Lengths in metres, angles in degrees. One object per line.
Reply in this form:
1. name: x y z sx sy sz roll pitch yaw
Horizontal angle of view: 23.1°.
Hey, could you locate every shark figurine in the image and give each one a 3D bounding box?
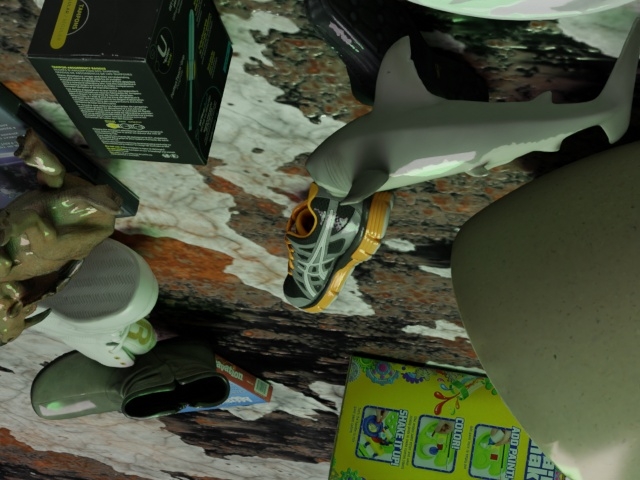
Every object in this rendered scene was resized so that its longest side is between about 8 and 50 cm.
1. shark figurine: 0.101 -0.100 1.150 0.278 0.116 0.166 -12 -175 15

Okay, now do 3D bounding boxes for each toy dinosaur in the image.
1. toy dinosaur: -0.275 -0.007 1.578 0.295 0.127 0.200 -21 148 32

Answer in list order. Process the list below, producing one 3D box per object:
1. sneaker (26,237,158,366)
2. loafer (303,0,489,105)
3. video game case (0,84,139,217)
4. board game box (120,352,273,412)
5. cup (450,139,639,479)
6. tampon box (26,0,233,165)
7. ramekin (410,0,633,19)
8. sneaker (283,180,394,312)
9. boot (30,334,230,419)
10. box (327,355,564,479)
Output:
1. sneaker: -0.238 0.077 1.817 0.169 0.108 0.292 29 160 -35
2. loafer: 0.052 -0.135 1.243 0.078 0.076 0.223 -17 147 32
3. video game case: -0.340 -0.090 1.590 0.196 0.026 0.274 -4 152 31
4. board game box: -0.213 0.195 2.136 0.281 0.027 0.145 -11 145 42
5. cup: 0.307 0.041 1.278 0.331 0.331 0.237 28 125 -31
6. tampon box: -0.148 -0.152 1.250 0.101 0.120 0.161 4 154 16
7. ramekin: 0.105 -0.254 0.905 0.273 0.127 0.273 10 155 5
8. sneaker: 0.000 0.000 1.563 0.083 0.084 0.215 20 145 -11
9. boot: -0.236 0.177 1.898 0.246 0.083 0.161 -14 -168 -4
10. box: 0.163 0.296 1.996 0.279 0.177 0.290 8 155 7
